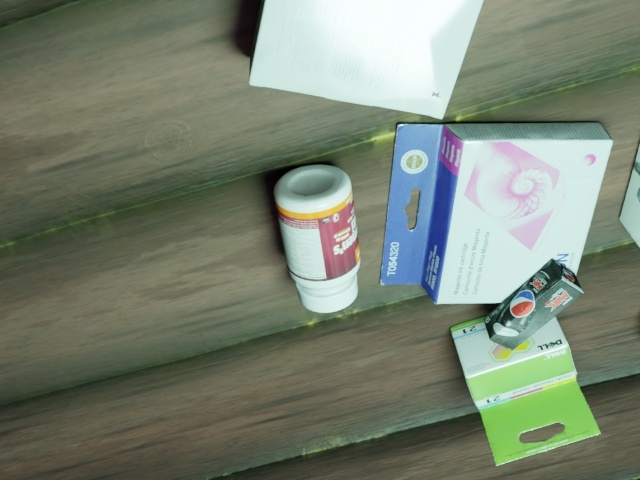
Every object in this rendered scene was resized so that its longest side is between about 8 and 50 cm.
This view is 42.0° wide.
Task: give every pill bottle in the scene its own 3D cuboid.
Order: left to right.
[{"bbox_3d":[0.000,0.000,1.328,0.121,0.121,0.221,-9,126,1],"label":"pill bottle"}]

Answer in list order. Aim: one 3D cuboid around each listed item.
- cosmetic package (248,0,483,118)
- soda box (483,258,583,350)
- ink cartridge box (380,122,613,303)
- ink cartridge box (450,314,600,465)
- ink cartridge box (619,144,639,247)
[{"bbox_3d":[0.077,-0.365,1.092,0.284,0.097,0.377,10,124,-10],"label":"cosmetic package"},{"bbox_3d":[0.356,0.111,1.406,0.060,0.053,0.169,29,121,-25],"label":"soda box"},{"bbox_3d":[0.276,-0.036,1.364,0.330,0.071,0.324,-2,126,-6],"label":"ink cartridge box"},{"bbox_3d":[0.351,0.238,1.448,0.189,0.255,0.097,-19,125,8],"label":"ink cartridge box"},{"bbox_3d":[0.611,-0.116,1.308,0.197,0.114,0.273,-3,127,-5],"label":"ink cartridge box"}]
